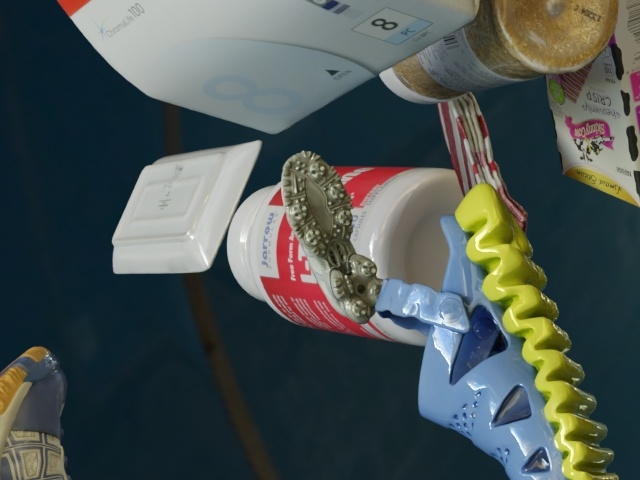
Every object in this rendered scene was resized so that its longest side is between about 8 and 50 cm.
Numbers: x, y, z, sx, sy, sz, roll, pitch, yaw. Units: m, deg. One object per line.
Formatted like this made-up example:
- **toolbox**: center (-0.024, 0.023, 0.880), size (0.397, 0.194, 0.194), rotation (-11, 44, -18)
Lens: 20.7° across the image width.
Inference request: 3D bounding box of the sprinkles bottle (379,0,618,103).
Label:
- **sprinkles bottle**: center (0.157, -0.202, 1.675), size (0.121, 0.121, 0.355), rotation (34, 171, -14)

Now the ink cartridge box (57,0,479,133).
- **ink cartridge box**: center (-0.110, -0.215, 1.464), size (0.385, 0.308, 0.091), rotation (13, -112, -32)

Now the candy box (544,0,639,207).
- **candy box**: center (0.297, -0.166, 1.807), size (0.071, 0.233, 0.159), rotation (-22, -158, -17)

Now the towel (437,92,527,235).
- **towel**: center (0.178, -0.067, 1.933), size (0.237, 0.037, 0.329), rotation (74, -179, -52)

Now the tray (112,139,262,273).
- **tray**: center (-0.152, -0.036, 1.827), size (0.030, 0.270, 0.145), rotation (29, -104, -23)

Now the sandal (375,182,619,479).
- **sandal**: center (0.141, 0.116, 1.416), size (0.126, 0.138, 0.317), rotation (44, -156, -59)

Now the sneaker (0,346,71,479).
- **sneaker**: center (-0.225, 0.195, 1.252), size (0.131, 0.112, 0.296), rotation (39, -150, -13)

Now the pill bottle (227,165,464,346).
- **pill bottle**: center (0.049, 0.014, 2.351), size (0.229, 0.408, 0.229), rotation (-2, -87, -33)

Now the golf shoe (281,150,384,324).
- **golf shoe**: center (0.000, 0.000, 1.692), size (0.069, 0.086, 0.176), rotation (-25, -83, -21)
